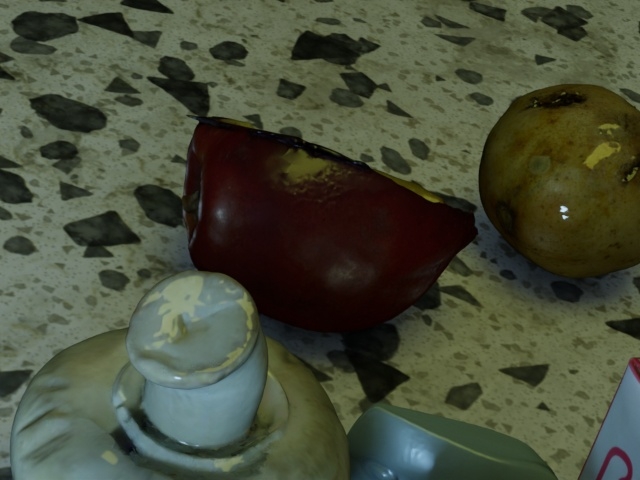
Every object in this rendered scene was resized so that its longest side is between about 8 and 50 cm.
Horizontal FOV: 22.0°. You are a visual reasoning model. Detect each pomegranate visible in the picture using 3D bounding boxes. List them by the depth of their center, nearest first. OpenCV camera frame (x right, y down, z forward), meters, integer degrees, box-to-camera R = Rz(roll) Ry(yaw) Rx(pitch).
[{"bbox_3d":[0.325,-0.074,2.074,0.260,0.260,0.260,11,35,-8],"label":"pomegranate"}]

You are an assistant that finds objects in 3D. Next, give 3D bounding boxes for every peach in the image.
[{"bbox_3d":[0.000,0.000,1.866,0.362,0.201,0.258,18,1,-22],"label":"peach"}]

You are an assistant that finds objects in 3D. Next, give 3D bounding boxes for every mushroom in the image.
[{"bbox_3d":[-0.127,0.200,1.485,0.315,0.315,0.356,18,0,2],"label":"mushroom"}]

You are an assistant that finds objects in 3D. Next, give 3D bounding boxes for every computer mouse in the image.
[{"bbox_3d":[0.126,0.242,1.634,0.231,0.128,0.079,13,28,-4],"label":"computer mouse"}]

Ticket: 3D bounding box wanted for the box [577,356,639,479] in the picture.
[{"bbox_3d":[0.422,0.305,1.506,0.314,0.312,0.300,1,36,-24],"label":"box"}]
